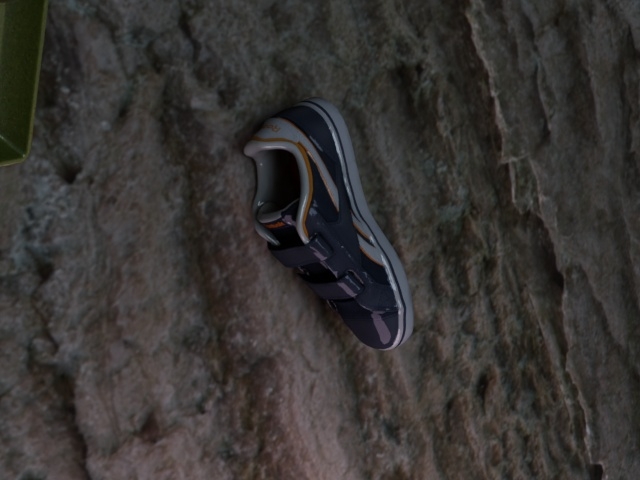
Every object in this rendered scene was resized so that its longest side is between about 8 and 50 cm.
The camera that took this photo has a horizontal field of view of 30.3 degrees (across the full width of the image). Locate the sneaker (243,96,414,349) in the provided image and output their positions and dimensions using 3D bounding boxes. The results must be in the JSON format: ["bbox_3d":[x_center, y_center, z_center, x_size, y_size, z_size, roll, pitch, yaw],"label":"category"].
[{"bbox_3d":[0.000,0.000,1.410,0.127,0.126,0.321,-29,101,-37],"label":"sneaker"}]

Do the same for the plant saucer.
[{"bbox_3d":[-0.354,-0.151,1.116,0.188,0.045,0.189,-19,131,-47],"label":"plant saucer"}]
